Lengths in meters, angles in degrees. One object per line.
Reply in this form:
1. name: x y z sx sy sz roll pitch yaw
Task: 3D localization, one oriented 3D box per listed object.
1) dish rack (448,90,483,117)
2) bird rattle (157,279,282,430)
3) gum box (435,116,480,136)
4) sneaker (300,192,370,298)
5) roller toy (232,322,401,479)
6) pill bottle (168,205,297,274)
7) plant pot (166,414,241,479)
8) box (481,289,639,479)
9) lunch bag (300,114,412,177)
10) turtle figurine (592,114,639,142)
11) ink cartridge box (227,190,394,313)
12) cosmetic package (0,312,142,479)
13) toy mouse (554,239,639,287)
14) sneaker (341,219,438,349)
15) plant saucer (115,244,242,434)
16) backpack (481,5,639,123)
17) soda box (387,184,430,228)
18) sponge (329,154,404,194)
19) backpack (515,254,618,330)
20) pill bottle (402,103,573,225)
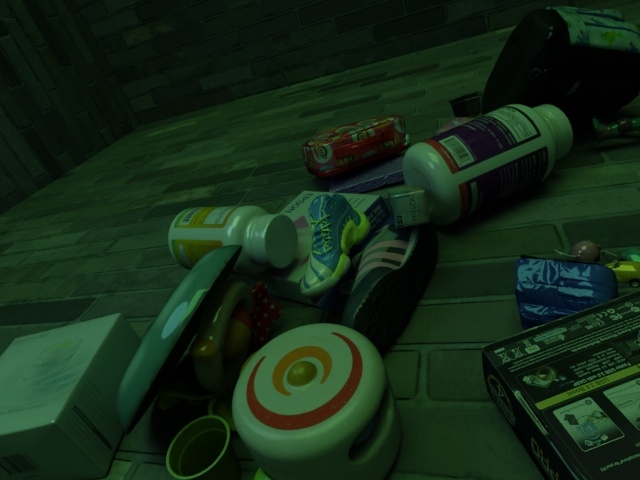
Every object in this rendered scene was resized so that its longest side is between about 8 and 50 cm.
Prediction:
1. dish rack: 0.537 -0.425 1.251 0.272 0.074 0.208 -15 13 7
2. bird rattle: -0.131 0.151 0.652 0.143 0.207 0.253 17 48 12
3. gum box: 0.426 -0.288 1.155 0.107 0.062 0.188 -38 35 -28
4. sneaker: 0.003 -0.004 0.773 0.091 0.126 0.240 -27 17 37
5. roller toy: -0.005 0.204 0.529 0.191 0.146 0.209 -19 30 0
6. pill bottle: -0.172 -0.001 0.845 0.246 0.136 0.136 1 36 33
7. plant pot: -0.140 0.284 0.544 0.083 0.079 0.083 -15 31 9
8. box: 0.414 0.168 0.399 0.395 0.097 0.318 -20 29 -1
9. lunch bag: 0.101 -0.275 1.214 0.293 0.120 0.258 -21 17 -8
10. turtle figurine: 0.724 -0.276 0.908 0.234 0.118 0.175 -14 -6 35
11. ink cartridge box: 0.000 0.000 0.935 0.330 0.071 0.324 6 39 39
12. cosmetic package: -0.437 0.261 0.699 0.224 0.138 0.224 -14 29 8
13. toy mouse: 0.438 0.025 0.633 0.161 0.031 0.143 19 24 22
14. sneaker: 0.099 0.071 0.738 0.131 0.112 0.319 -4 27 38
15. plant saucer: -0.219 0.135 0.657 0.317 0.044 0.317 -58 6 10
16. backpack: 0.592 -0.399 0.991 0.356 0.290 0.273 5 58 -4
17. soda box: 0.162 -0.068 0.795 0.063 0.058 0.183 -10 8 9
18. sponge: 0.130 -0.175 1.167 0.210 0.031 0.117 -15 29 15
19. backpack: 0.338 0.082 0.584 0.120 0.098 0.101 0 64 29
20. pill bottle: 0.350 -0.169 0.893 0.323 0.181 0.181 -24 31 -8
